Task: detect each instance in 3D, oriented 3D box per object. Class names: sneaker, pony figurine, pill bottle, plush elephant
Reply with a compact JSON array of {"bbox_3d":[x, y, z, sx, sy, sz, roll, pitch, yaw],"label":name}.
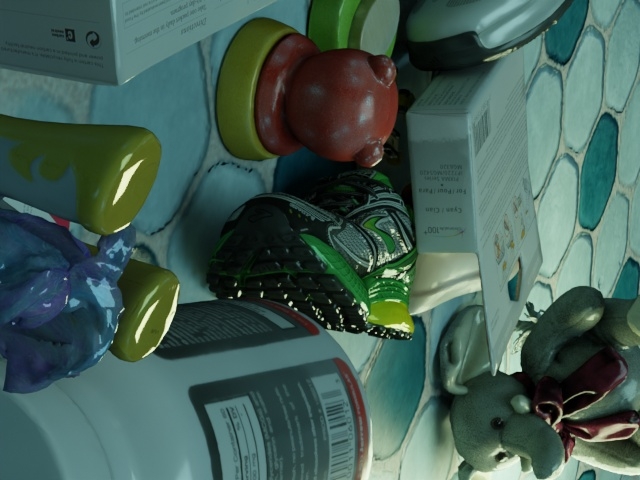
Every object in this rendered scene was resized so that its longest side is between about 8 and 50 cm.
[{"bbox_3d":[0.144,-0.013,1.610,0.290,0.105,0.123,-24,124,-57],"label":"sneaker"},{"bbox_3d":[-0.213,-0.090,0.677,0.351,0.363,0.303,-65,163,9],"label":"pony figurine"},{"bbox_3d":[0.177,-0.382,1.520,0.447,0.169,0.257,-53,126,-31],"label":"sneaker"},{"bbox_3d":[-0.129,0.151,1.027,0.363,0.210,0.210,-2,103,-63],"label":"pill bottle"},{"bbox_3d":[0.000,0.000,1.337,0.343,0.134,0.146,26,71,-72],"label":"sneaker"},{"bbox_3d":[0.270,0.197,1.819,0.255,0.330,0.272,-34,120,-25],"label":"plush elephant"}]

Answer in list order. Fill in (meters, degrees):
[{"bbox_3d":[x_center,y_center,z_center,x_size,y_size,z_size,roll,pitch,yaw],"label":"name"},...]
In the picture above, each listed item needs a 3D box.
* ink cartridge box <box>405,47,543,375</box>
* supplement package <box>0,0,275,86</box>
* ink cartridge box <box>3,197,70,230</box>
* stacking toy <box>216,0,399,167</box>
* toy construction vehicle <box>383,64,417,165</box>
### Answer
[{"bbox_3d":[0.158,-0.045,1.513,0.296,0.066,0.261,-51,137,-63],"label":"ink cartridge box"},{"bbox_3d":[-0.128,-0.207,0.877,0.262,0.204,0.145,-38,133,-52],"label":"supplement package"},{"bbox_3d":[-0.222,-0.010,0.935,0.150,0.063,0.109,1,101,-63],"label":"ink cartridge box"},{"bbox_3d":[0.042,-0.225,1.290,0.279,0.130,0.309,-29,126,-56],"label":"stacking toy"},{"bbox_3d":[0.063,-0.123,1.493,0.098,0.035,0.086,31,62,-65],"label":"toy construction vehicle"}]
